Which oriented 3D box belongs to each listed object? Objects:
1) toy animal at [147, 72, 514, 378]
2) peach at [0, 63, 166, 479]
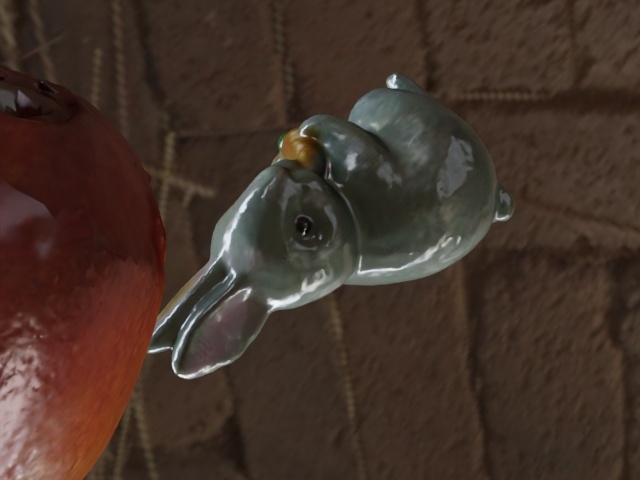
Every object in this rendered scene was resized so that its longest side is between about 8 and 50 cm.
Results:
[{"bbox_3d":[0.004,-0.009,0.998,0.138,0.236,0.108,29,131,24],"label":"toy animal"},{"bbox_3d":[-0.193,0.030,0.820,0.281,0.281,0.238,-46,63,30],"label":"peach"}]
